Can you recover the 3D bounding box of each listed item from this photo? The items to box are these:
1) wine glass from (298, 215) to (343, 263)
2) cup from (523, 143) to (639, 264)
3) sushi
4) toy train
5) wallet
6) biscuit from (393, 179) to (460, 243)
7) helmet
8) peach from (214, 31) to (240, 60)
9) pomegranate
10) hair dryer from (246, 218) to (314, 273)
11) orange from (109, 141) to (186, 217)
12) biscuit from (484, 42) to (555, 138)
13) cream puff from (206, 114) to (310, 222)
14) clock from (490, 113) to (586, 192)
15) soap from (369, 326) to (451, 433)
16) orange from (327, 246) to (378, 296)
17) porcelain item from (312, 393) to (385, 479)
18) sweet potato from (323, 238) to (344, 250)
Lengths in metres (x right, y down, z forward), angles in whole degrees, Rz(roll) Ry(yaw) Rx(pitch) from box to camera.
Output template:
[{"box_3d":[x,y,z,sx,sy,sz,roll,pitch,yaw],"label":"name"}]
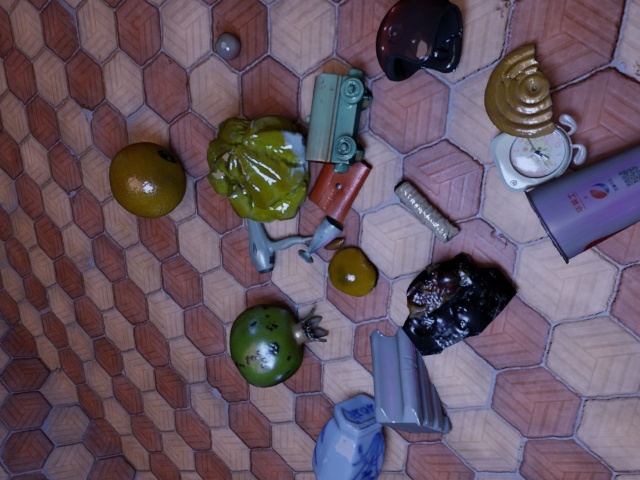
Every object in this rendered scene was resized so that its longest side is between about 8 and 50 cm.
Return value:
[{"box_3d":[0.000,0.000,1.373,0.073,0.073,0.155,43,111,11],"label":"wine glass"},{"box_3d":[0.635,-0.096,0.947,0.288,0.203,0.203,-32,89,27],"label":"cup"},{"box_3d":[0.352,0.158,1.183,0.212,0.215,0.227,55,144,9],"label":"sushi"},{"box_3d":[0.042,-0.334,1.204,0.177,0.116,0.285,10,97,19],"label":"toy train"},{"box_3d":[0.054,-0.174,1.318,0.142,0.045,0.204,37,120,14],"label":"wallet"},{"box_3d":[0.295,-0.085,1.207,0.219,0.055,0.061,48,112,8],"label":"biscuit"},{"box_3d":[0.234,-0.483,1.032,0.216,0.189,0.193,-41,75,37],"label":"helmet"},{"box_3d":[-0.291,-0.611,1.353,0.083,0.083,0.083,9,110,27],"label":"peach"},{"box_3d":[-0.156,0.353,1.471,0.323,0.291,0.291,-16,98,32],"label":"pomegranate"},{"box_3d":[-0.158,-0.037,1.480,0.267,0.092,0.229,-34,82,19],"label":"hair dryer"},{"box_3d":[-0.625,-0.218,1.558,0.274,0.274,0.274,9,110,27],"label":"orange"},{"box_3d":[0.458,-0.342,1.006,0.144,0.033,0.224,-11,80,32],"label":"biscuit"},{"box_3d":[-0.209,-0.222,1.316,0.378,0.275,0.378,10,112,26],"label":"cream puff"},{"box_3d":[0.522,-0.211,1.033,0.191,0.062,0.151,-20,94,32],"label":"clock"},{"box_3d":[0.289,0.463,1.395,0.159,0.258,0.302,-22,50,33],"label":"soap"},{"box_3d":[0.095,0.106,1.354,0.170,0.112,0.160,1,106,17],"label":"orange"},{"box_3d":[0.099,0.741,1.473,0.178,0.242,0.405,34,121,45],"label":"porcelain item"},{"box_3d":[0.047,0.014,1.391,0.095,0.034,0.034,-21,95,44],"label":"sweet potato"}]
